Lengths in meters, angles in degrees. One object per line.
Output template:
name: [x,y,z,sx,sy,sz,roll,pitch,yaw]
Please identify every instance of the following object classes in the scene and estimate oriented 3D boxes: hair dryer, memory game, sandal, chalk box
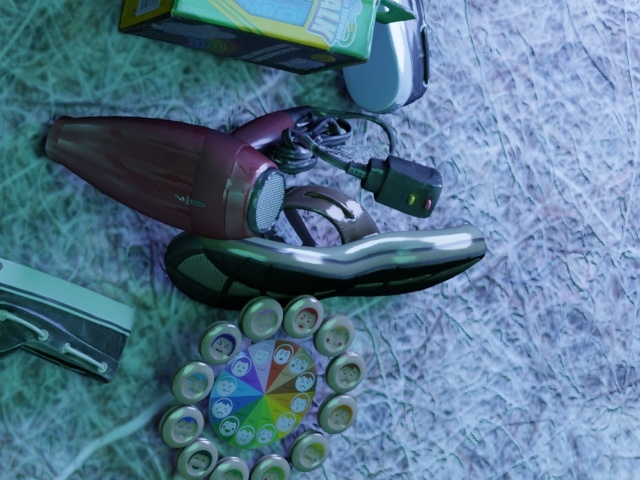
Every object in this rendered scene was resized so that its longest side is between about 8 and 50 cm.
hair dryer: [-0.065,-0.055,1.480,0.293,0.223,0.080,6,103,-15]
memory game: [-0.043,0.127,1.537,0.186,0.012,0.186,-14,119,-26]
sandal: [0.000,0.000,1.555,0.302,0.120,0.086,-3,75,-39]
chalk box: [-0.029,-0.208,1.492,0.213,0.132,0.132,10,86,-24]

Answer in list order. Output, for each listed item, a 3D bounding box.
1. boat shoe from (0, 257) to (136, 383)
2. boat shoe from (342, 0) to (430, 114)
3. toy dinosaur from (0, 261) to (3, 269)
boat shoe: [-0.235,0.053,1.413,0.219,0.077,0.070,21,78,-33]
boat shoe: [0.054,-0.221,1.600,0.076,0.080,0.229,-14,94,-53]
toy dinosaur: [-0.351,0.074,1.272,0.295,0.127,0.200,-29,126,-7]
